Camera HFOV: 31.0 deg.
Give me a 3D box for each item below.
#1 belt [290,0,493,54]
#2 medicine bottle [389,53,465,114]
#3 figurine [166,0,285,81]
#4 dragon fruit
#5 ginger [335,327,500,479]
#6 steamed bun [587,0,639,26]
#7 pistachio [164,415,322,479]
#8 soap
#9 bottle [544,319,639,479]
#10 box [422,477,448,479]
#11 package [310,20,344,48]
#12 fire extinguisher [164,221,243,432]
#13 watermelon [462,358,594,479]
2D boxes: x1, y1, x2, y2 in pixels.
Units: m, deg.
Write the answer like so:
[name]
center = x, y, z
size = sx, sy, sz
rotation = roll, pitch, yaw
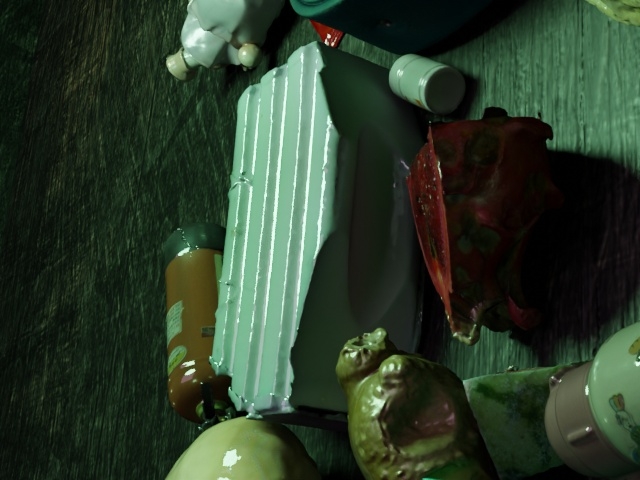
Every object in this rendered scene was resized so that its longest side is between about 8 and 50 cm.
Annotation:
[belt]
center = 0.119, -0.396, 1.323
size = 0.437, 0.173, 0.300
rotation = -27, 51, 53
[medicine bottle]
center = 0.123, -0.181, 1.329
size = 0.089, 0.057, 0.057
rotation = 37, 108, 59
[figurine]
center = -0.147, -0.350, 1.806
size = 0.276, 0.133, 0.200
rotation = -45, 47, 49
[dragon fruit]
center = 0.165, -0.007, 1.115
size = 0.262, 0.134, 0.211
rotation = 106, 159, -87
[ginger]
center = 0.084, 0.174, 1.093
size = 0.123, 0.218, 0.270
rotation = -30, 13, -3
[steamed bun]
center = 0.303, -0.297, 0.944
size = 0.247, 0.189, 0.428
rotation = -58, 31, 14
[pistachio]
center = -0.106, 0.312, 1.353
size = 0.299, 0.188, 0.187
rotation = -39, 44, 51
[soap]
center = 0.000, 0.000, 1.354
size = 0.261, 0.156, 0.445
rotation = -25, 55, 54
[bottle]
center = 0.272, 0.108, 0.856
size = 0.253, 0.120, 0.120
rotation = -40, 43, 48
[box]
center = 0.204, 0.216, 0.874
size = 0.226, 0.161, 0.042
rotation = -9, 73, 60
[package]
center = 0.002, -0.350, 1.668
size = 0.083, 0.022, 0.200
rotation = -60, 33, 25
[fire extinguisher]
center = -0.144, 0.160, 1.600
size = 0.113, 0.200, 0.376
rotation = -19, 42, 9
[watermelon]
center = 0.170, 0.158, 1.026
size = 0.158, 0.121, 0.097
rotation = -11, 85, 63
